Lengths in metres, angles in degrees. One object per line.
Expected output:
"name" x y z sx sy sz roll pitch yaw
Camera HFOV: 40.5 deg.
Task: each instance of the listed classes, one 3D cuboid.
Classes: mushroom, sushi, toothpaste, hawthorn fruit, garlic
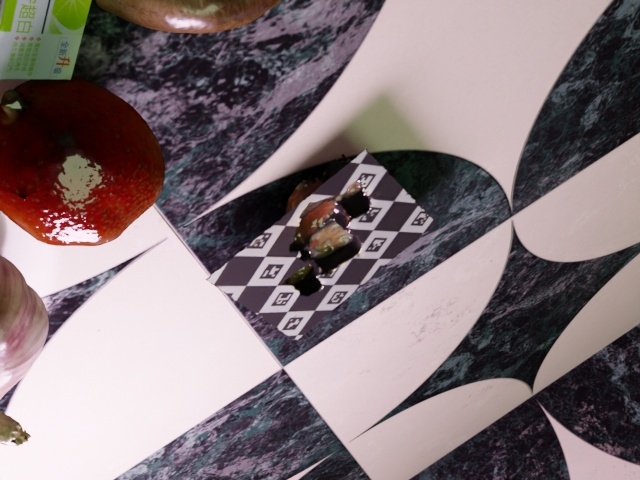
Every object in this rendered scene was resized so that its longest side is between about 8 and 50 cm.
"mushroom" -0.105 -0.244 0.833 0.210 0.094 0.072 -29 144 -17
"sushi" 0.000 0.000 1.268 0.294 0.059 0.292 -40 147 6
"toothpaste" -0.214 -0.284 0.700 0.081 0.067 0.336 -9 139 -40
"hawthorn fruit" -0.246 -0.086 0.843 0.169 0.169 0.188 -30 139 -8
"garlic" -0.387 0.135 0.917 0.245 0.253 0.245 -31 146 -24
